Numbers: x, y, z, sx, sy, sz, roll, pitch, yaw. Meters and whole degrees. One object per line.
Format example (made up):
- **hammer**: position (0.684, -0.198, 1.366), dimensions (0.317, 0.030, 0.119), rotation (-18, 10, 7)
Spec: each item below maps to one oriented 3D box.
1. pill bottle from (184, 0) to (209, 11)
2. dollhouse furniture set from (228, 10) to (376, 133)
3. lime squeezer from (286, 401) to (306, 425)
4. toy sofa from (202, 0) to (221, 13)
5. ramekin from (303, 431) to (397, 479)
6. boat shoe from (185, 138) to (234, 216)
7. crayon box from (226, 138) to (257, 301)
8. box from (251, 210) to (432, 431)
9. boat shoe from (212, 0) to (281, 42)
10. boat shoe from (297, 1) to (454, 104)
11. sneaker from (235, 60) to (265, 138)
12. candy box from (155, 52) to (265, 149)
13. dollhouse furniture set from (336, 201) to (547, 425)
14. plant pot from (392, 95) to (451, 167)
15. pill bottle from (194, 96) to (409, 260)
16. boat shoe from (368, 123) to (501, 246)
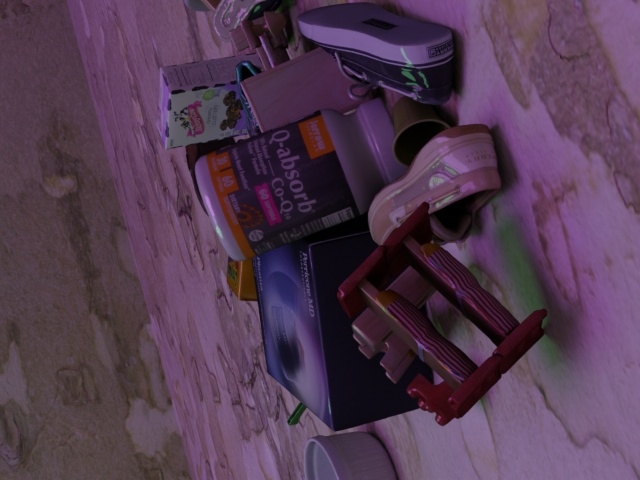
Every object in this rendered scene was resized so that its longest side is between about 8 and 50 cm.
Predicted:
- **pill bottle**: position (-0.230, -0.543, 2.281), dimensions (0.112, 0.112, 0.186), rotation (124, 131, -65)
- **dollhouse furniture set**: position (0.009, -0.234, 1.910), dimensions (0.355, 0.174, 0.303), rotation (-53, -59, -77)
- **lime squeezer**: position (0.001, 0.184, 2.086), dimensions (0.059, 0.110, 0.310), rotation (-94, 6, -60)
- **toy sofa**: position (-0.131, -0.557, 1.987), dimensions (0.150, 0.177, 0.362), rotation (48, 154, 9)
- **ramekin**: position (0.057, 0.428, 2.070), dimensions (0.207, 0.109, 0.207), rotation (167, 90, -70)
- **boat shoe**: position (-0.226, -0.161, 2.536), dimensions (0.104, 0.111, 0.307), rotation (102, 159, -58)
- **crayon box**: position (-0.108, -0.014, 2.079), dimensions (0.202, 0.081, 0.318), rotation (-153, 67, -78)
- **box**: position (0.023, 0.096, 1.856), dimensions (0.294, 0.183, 0.296), rotation (-154, 54, -65)
- **boat shoe**: position (-0.095, -0.422, 2.004), dimensions (0.233, 0.079, 0.084), rotation (-42, 72, 45)
- **boat shoe**: position (0.074, -0.250, 1.607), dimensions (0.306, 0.113, 0.104), rotation (25, 132, 48)
- **sneaker**: position (-0.106, -0.219, 1.942), dimensions (0.076, 0.065, 0.166), rotation (48, -159, -70)
- **candy box**: position (-0.205, -0.262, 2.254), dimensions (0.164, 0.196, 0.070), rotation (105, 147, -54)
- **dollhouse furniture set**: position (0.156, 0.119, 1.527), dimensions (0.201, 0.152, 0.374), rotation (44, 173, 16)
- **plant pot**: position (0.127, -0.150, 1.577), dimensions (0.079, 0.083, 0.083), rotation (-104, 15, -46)
- **pill bottle**: position (-0.022, -0.090, 1.671), dimensions (0.162, 0.279, 0.162), rotation (-22, -90, -87)
- **boat shoe**: position (0.146, -0.039, 1.541), dimensions (0.302, 0.109, 0.098), rotation (128, 129, -59)
